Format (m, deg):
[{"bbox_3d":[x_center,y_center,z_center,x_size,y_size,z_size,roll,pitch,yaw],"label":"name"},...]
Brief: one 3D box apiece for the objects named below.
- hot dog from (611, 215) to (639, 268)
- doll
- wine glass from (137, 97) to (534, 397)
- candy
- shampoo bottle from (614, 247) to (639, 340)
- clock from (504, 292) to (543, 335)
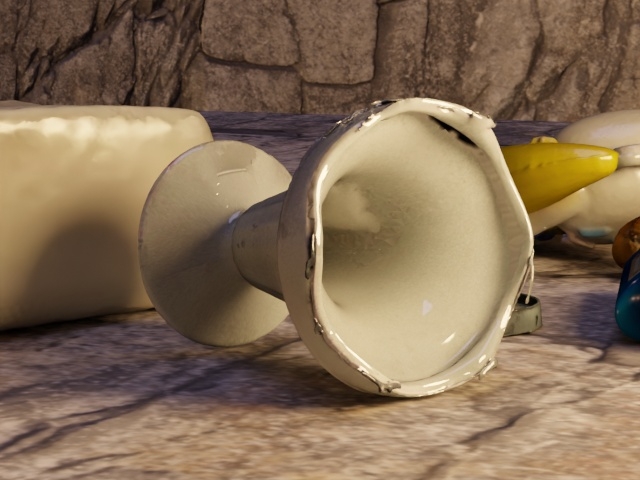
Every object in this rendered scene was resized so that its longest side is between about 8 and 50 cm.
[{"bbox_3d":[0.318,0.014,1.194,0.088,0.061,0.286,8,3,-37],"label":"hot dog"},{"bbox_3d":[0.226,-0.045,1.365,0.252,0.111,0.237,-6,-12,-4],"label":"doll"},{"bbox_3d":[0.000,0.000,0.962,0.165,0.164,0.196,-7,7,-38],"label":"wine glass"},{"bbox_3d":[-0.264,-0.015,1.109,0.359,0.145,0.208,-7,10,-43],"label":"candy"},{"bbox_3d":[0.232,0.028,1.088,0.087,0.050,0.183,-21,3,14],"label":"shampoo bottle"},{"bbox_3d":[0.102,0.047,1.104,0.085,0.017,0.085,0,8,0],"label":"clock"}]
